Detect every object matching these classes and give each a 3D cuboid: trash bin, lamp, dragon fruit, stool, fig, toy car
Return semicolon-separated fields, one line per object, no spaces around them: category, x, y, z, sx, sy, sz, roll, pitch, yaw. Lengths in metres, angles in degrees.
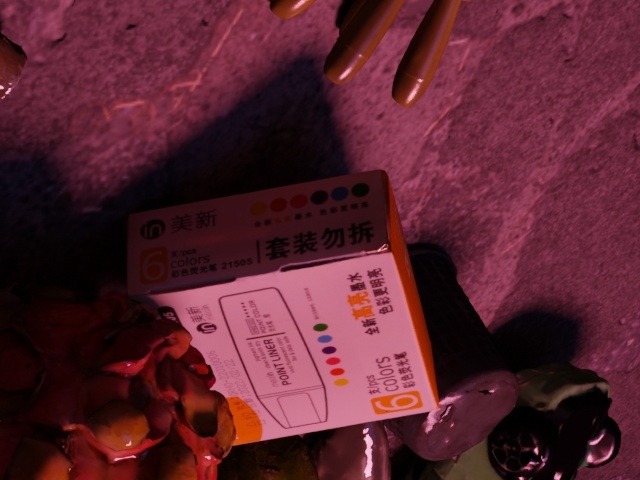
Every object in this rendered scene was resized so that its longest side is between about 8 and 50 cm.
trash bin;0.099;0.122;1.420;0.175;0.161;0.175;-23;142;-20
lamp;0.026;0.262;1.555;0.101;0.101;0.250;-15;138;-31
dragon fruit;-0.189;0.171;1.092;0.250;0.269;0.291;21;142;-24
stool;0.044;-0.177;1.085;0.110;0.134;0.135;-53;-172;22
fig;-0.046;0.242;1.456;0.123;0.123;0.156;-52;155;16
toy car;0.183;0.286;1.668;0.213;0.176;0.359;2;118;-55

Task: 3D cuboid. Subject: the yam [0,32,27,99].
yam;-0.243;-0.132;0.919;0.054;0.054;0.132;-45;145;7

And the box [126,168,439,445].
box;-0.023;0.065;1.233;0.220;0.091;0.274;-11;144;8
